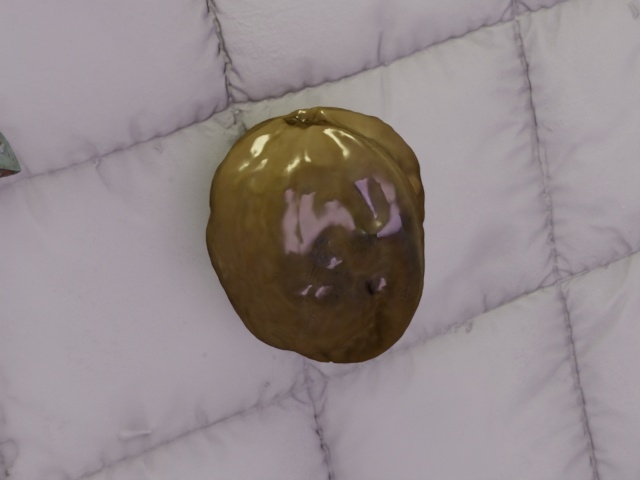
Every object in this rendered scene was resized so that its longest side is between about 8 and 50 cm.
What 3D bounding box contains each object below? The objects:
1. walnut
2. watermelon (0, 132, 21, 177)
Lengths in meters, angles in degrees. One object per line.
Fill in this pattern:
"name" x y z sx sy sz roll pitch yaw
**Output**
"walnut" 0.003 -0.015 1.879 0.384 0.383 0.383 -6 107 -22
"watermelon" -0.465 -0.119 1.790 0.085 0.061 0.085 -10 118 -20
